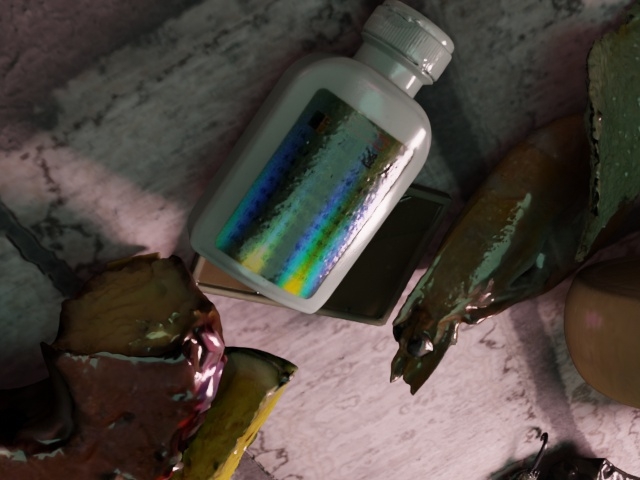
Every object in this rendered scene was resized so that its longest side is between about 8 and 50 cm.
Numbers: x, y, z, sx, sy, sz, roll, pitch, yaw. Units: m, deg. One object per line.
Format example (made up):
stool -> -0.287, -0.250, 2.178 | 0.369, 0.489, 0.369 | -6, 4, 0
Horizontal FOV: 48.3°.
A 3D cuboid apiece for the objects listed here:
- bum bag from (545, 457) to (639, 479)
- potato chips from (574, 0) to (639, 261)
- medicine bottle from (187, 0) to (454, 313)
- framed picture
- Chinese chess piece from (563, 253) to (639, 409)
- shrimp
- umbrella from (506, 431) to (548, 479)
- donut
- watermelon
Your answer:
bum bag -> 0.342, 0.423, 0.978 | 0.144, 0.095, 0.340 | 3, 116, -11
potato chips -> 0.264, -0.099, 0.584 | 0.228, 0.059, 0.167 | -45, 123, -16
medicine bottle -> 0.008, -0.066, 0.534 | 0.121, 0.083, 0.229 | 32, 100, -21
framed picture -> 0.000, 0.000, 0.631 | 0.203, 0.015, 0.150 | 13, 118, -24
Chinese chess piece -> 0.361, 0.075, 0.642 | 0.273, 0.273, 0.102 | -7, 99, -13
shrimp -> 0.179, 0.021, 0.664 | 0.168, 0.077, 0.317 | 31, 103, -32
umbrella -> 0.247, 0.353, 0.933 | 0.044, 0.044, 0.269 | 17, 120, 8
donut -> -0.255, 0.121, 0.558 | 0.345, 0.136, 0.259 | 5, 121, -18
watermelon -> -0.110, 0.203, 0.661 | 0.123, 0.129, 0.301 | 25, 110, -22
